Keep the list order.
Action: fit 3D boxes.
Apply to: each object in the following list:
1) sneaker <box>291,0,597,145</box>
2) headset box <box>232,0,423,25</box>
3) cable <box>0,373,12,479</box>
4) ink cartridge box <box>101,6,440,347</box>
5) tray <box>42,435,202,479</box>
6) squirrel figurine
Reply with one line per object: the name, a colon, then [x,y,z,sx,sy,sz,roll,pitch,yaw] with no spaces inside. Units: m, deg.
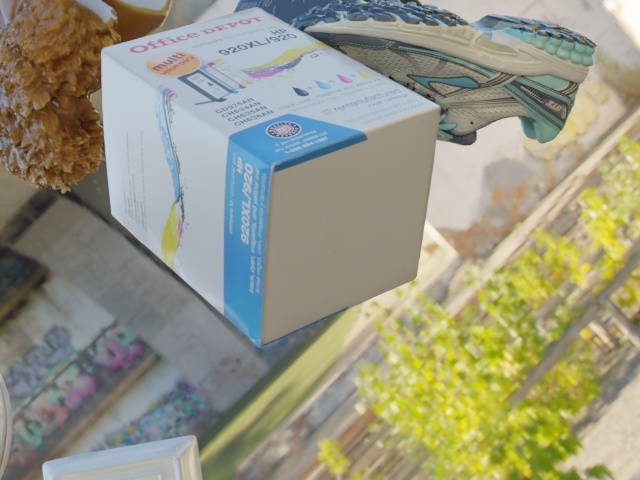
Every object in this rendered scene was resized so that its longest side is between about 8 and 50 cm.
sneaker: [0.108,-0.146,0.973,0.110,0.283,0.122,-112,30,-69]
headset box: [-0.020,-0.252,1.479,0.283,0.131,0.246,13,74,53]
cable: [-0.434,0.185,1.053,0.257,0.257,0.089,-40,-12,12]
ink cartridge box: [-0.049,-0.063,0.884,0.171,0.233,0.168,-23,-48,-34]
tray: [-0.318,0.404,1.708,0.270,0.145,0.030,-12,-10,12]
squirrel figurine: [-0.434,-0.254,1.601,0.370,0.281,0.397,-44,34,26]
